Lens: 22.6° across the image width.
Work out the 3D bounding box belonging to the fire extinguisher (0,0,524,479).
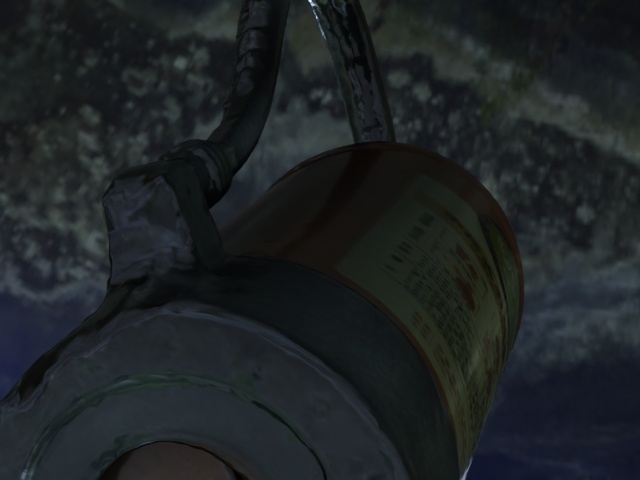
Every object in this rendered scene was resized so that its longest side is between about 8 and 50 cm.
[{"bbox_3d":[0.011,0.004,0.533,0.113,0.376,0.200,10,-79,9],"label":"fire extinguisher"}]
